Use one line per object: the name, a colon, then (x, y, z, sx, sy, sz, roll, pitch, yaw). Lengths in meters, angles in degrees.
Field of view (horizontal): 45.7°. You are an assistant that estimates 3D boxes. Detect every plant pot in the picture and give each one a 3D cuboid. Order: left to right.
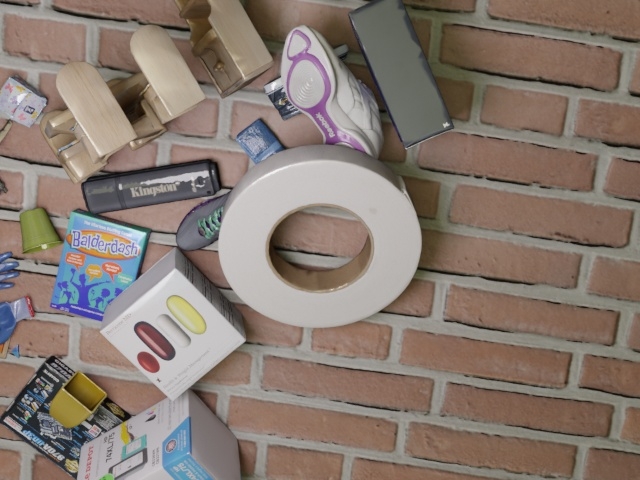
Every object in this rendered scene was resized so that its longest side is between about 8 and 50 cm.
plant pot: (-0.575, -0.022, 1.544, 0.083, 0.083, 0.079, -17, 87, 5)
plant pot: (-0.505, 0.334, 1.555, 0.081, 0.081, 0.083, 42, 108, -6)

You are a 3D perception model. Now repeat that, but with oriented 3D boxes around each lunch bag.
lunch bag: (-0.593, -0.275, 1.505, 0.083, 0.053, 0.071, 37, 101, -15)

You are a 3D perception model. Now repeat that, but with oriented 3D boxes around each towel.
towel: (-0.110, -0.181, 1.521, 0.067, 0.029, 0.119, -38, 97, 7)

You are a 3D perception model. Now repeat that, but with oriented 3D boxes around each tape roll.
tape roll: (0.000, 0.000, 1.460, 0.392, 0.072, 0.392, -1, 123, -2)

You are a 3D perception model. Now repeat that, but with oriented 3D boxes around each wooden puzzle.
wooden puzzle: (-0.698, 0.213, 1.619, 0.116, 0.014, 0.078, 9, 101, -1)

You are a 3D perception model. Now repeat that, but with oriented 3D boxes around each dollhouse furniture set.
dollhouse furniture set: (-0.324, -0.319, 1.347, 0.394, 0.362, 0.256, -34, 100, -21)

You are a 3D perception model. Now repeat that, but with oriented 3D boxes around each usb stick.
usb stick: (-0.341, -0.108, 1.532, 0.278, 0.045, 0.077, -9, 100, 3)

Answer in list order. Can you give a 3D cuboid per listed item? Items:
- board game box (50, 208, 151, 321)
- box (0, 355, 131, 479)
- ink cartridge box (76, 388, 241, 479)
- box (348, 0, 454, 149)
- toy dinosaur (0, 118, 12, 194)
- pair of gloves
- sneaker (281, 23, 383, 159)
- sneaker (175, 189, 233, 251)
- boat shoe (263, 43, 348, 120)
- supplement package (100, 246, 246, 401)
board game box: (-0.453, 0.057, 1.565, 0.160, 0.047, 0.210, 15, 100, -2)
box: (-0.547, 0.381, 1.627, 0.220, 0.051, 0.175, 39, 99, -6)
ink cartridge box: (-0.325, 0.478, 1.540, 0.270, 0.198, 0.197, -30, 120, 6)
box: (0.147, -0.313, 1.411, 0.103, 0.184, 0.261, -24, 99, 5)
toy dinosaur: (-0.710, -0.125, 1.534, 0.268, 0.064, 0.118, -32, 92, 4)
pair of gloves: (-0.688, 0.121, 1.591, 0.159, 0.023, 0.198, -20, 94, 6)
sneaker: (0.028, -0.271, 1.434, 0.114, 0.152, 0.305, -9, 121, 35)
sneaker: (-0.203, -0.051, 1.512, 0.224, 0.098, 0.083, -35, 98, 7)
boat shoe: (-0.014, -0.309, 1.482, 0.183, 0.065, 0.083, -28, 107, 9)
supplement package: (-0.289, 0.163, 1.505, 0.194, 0.149, 0.203, -41, 109, 2)
